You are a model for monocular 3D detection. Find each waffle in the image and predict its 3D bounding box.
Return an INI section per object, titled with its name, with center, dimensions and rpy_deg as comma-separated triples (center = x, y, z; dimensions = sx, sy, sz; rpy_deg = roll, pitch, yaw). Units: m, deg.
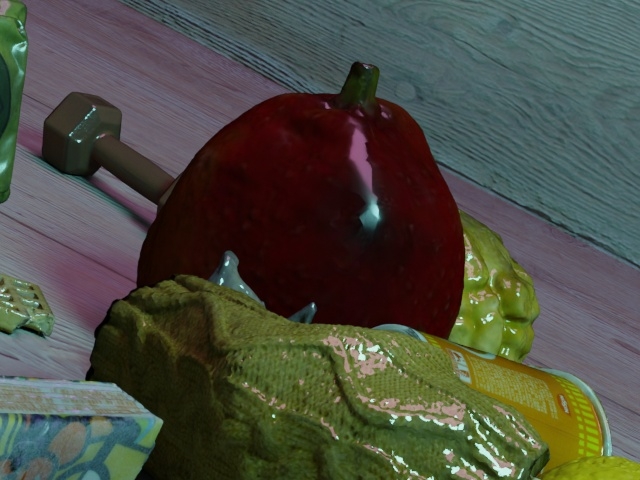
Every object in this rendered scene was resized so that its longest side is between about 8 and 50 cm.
[waffle]
center = -0.272, 0.040, 1.523
dimensions = 0.135, 0.021, 0.092
rpy_deg = 20, 12, -27

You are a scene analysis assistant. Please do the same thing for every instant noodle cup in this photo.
[instant noodle cup]
center = 0.101, 0.144, 1.487
dimensions = 0.185, 0.168, 0.168
rpy_deg = 28, 9, -39

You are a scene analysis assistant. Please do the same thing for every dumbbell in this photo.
[dumbbell]
center = -0.189, -0.071, 2.017
dimensions = 0.231, 0.082, 0.092
rpy_deg = 34, 12, 29

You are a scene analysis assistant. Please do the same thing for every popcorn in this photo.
[popcorn]
center = 0.095, 0.050, 1.900
dimensions = 0.250, 0.190, 0.250
rpy_deg = 33, 1, -1

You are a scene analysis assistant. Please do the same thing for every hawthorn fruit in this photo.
[hawthorn fruit]
center = 0.000, 0.000, 1.600
dimensions = 0.265, 0.307, 0.265
rpy_deg = 19, 15, -5

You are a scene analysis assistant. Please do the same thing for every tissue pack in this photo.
[tissue pack]
center = -0.176, 0.133, 1.128
dimensions = 0.060, 0.108, 0.148
rpy_deg = 38, 17, 34

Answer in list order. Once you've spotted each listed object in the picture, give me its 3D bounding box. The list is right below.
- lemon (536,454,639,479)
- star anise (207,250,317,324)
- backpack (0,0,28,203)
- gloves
[lemon]
center = 0.206, 0.238, 1.341
dimensions = 0.193, 0.180, 0.180
rpy_deg = 58, 17, 5
[star anise]
center = -0.059, 0.097, 1.443
dimensions = 0.063, 0.172, 0.208
rpy_deg = -22, 43, -38
[backpack]
center = -0.362, -0.122, 1.591
dimensions = 0.253, 0.207, 0.140
rpy_deg = 3, 3, -42
[gloves]
center = -0.012, 0.144, 1.282
dimensions = 0.356, 0.203, 0.155
rpy_deg = 21, 25, 31
